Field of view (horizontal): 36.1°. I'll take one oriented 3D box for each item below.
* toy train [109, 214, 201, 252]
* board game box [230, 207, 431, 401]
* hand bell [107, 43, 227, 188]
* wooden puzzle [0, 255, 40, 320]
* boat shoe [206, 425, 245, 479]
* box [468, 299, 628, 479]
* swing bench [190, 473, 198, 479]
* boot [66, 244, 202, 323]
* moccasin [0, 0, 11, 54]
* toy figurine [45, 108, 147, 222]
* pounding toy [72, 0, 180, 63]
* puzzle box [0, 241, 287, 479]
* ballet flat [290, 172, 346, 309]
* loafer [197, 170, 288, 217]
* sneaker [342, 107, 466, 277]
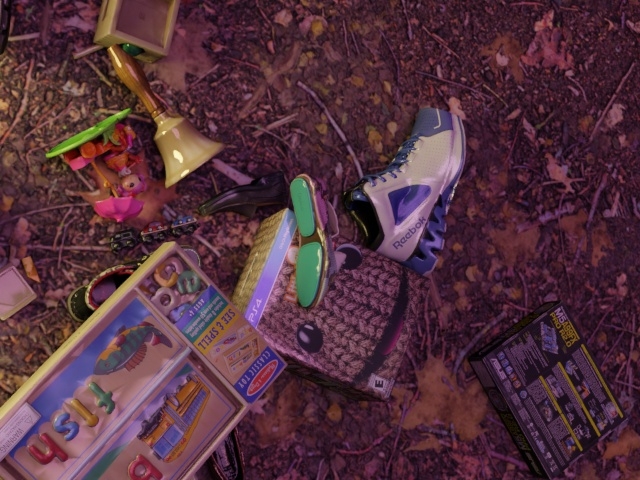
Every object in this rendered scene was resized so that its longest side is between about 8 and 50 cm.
[{"bbox_3d":[-0.279,-0.014,1.657,0.158,0.027,0.036,-14,77,-22],"label":"toy train"},{"bbox_3d":[0.005,0.116,1.683,0.291,0.141,0.232,25,74,-16],"label":"board game box"},{"bbox_3d":[-0.276,-0.219,1.626,0.126,0.126,0.242,-39,100,-21],"label":"hand bell"},{"bbox_3d":[-0.499,0.081,1.565,0.116,0.014,0.078,-31,89,-22],"label":"wooden puzzle"},{"bbox_3d":[-0.170,0.314,1.625,0.073,0.073,0.207,-22,89,-21],"label":"boat shoe"},{"bbox_3d":[0.435,0.283,1.868,0.216,0.060,0.270,-32,95,-23],"label":"box"},{"bbox_3d":[-0.342,0.341,1.510,0.255,0.165,0.253,-20,89,-28],"label":"swing bench"},{"bbox_3d":[-0.279,0.066,1.561,0.236,0.178,0.085,-23,91,-22],"label":"boot"},{"bbox_3d":[-0.579,-0.460,1.546,0.147,0.139,0.379,-13,87,-21],"label":"moccasin"},{"bbox_3d":[-0.341,-0.112,1.620,0.173,0.130,0.159,-44,114,-45],"label":"toy figurine"},{"bbox_3d":[-0.328,-0.361,1.662,0.130,0.100,0.141,17,79,-33],"label":"pounding toy"},{"bbox_3d":[-0.266,0.236,1.427,0.272,0.052,0.409,49,65,-18],"label":"puzzle box"},{"bbox_3d":[0.000,0.000,1.588,0.079,0.077,0.221,0,81,-41],"label":"ballet flat"},{"bbox_3d":[-0.130,-0.068,1.704,0.170,0.062,0.061,-22,95,-21],"label":"loafer"},{"bbox_3d":[0.144,-0.103,1.776,0.182,0.127,0.315,16,78,-20],"label":"sneaker"}]
